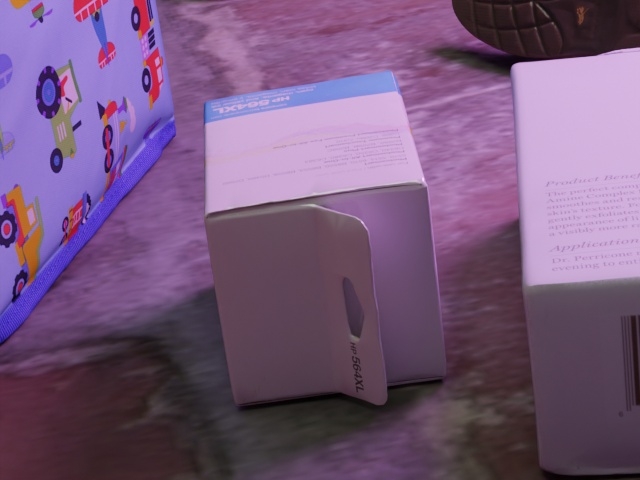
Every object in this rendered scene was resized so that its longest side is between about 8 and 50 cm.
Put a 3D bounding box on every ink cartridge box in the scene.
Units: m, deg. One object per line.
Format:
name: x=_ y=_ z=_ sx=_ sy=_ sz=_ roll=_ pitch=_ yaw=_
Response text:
ink cartridge box: x=0.000 y=0.000 z=0.684 sx=0.090 sy=0.092 sz=0.143 roll=-8 pitch=25 yaw=1

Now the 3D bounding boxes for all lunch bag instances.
lunch bag: x=-0.170 y=-0.090 z=0.771 sx=0.138 sy=0.221 sz=0.293 roll=-5 pitch=26 yaw=7

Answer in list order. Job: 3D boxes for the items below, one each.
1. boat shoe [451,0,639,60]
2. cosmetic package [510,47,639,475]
boat shoe: x=0.158 y=-0.132 z=0.957 sx=0.178 sy=0.064 sz=0.060 roll=17 pitch=5 yaw=39
cosmetic package: x=0.139 y=-0.003 z=0.663 sx=0.117 sy=0.085 sz=0.231 roll=-4 pitch=24 yaw=9
